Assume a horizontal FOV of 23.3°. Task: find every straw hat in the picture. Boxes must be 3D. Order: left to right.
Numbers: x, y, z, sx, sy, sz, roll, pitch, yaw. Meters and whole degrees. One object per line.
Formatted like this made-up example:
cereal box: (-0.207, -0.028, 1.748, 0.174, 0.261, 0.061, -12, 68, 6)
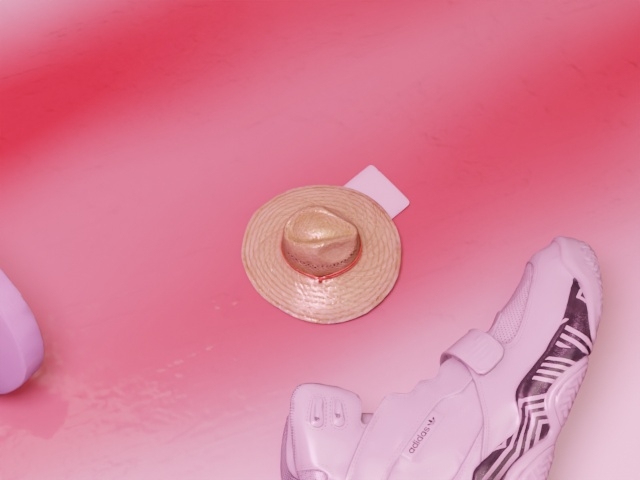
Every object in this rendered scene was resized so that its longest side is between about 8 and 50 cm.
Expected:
straw hat: (0.000, 0.000, 1.368, 0.144, 0.061, 0.144, 0, 67, 1)

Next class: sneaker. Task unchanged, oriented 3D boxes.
sneaker: (0.091, 0.132, 1.272, 0.210, 0.137, 0.365, 22, 69, 4)

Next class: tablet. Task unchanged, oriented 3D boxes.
tablet: (0.034, -0.028, 1.418, 0.083, 0.006, 0.054, -39, 72, -19)

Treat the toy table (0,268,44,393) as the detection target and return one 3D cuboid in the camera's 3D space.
toy table: (-0.377, 0.066, 1.241, 0.274, 0.252, 0.161, 26, 46, 15)
